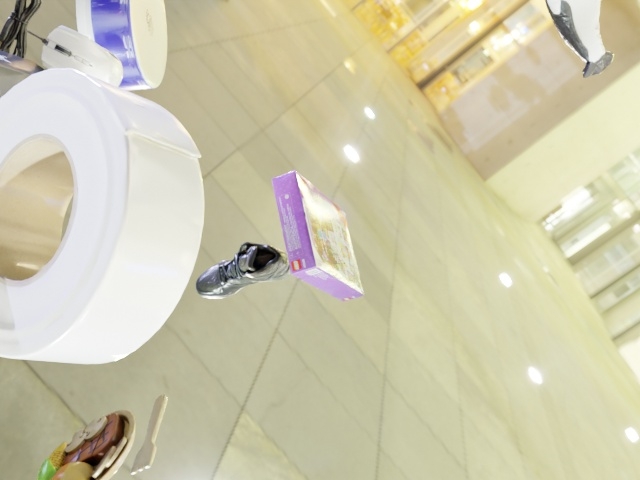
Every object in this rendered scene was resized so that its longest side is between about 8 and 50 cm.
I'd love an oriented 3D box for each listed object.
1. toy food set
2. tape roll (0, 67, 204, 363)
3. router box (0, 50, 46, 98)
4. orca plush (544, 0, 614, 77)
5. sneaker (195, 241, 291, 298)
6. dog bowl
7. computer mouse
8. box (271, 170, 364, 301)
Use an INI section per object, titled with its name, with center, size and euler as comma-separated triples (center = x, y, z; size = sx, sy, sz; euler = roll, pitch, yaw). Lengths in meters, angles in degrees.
[toy food set]
center = -0.260, 0.237, 0.910
size = 0.038, 0.192, 0.132
euler = 50, 20, -24
[tape roll]
center = -0.250, -0.022, 0.810
size = 0.100, 0.286, 0.286
euler = 18, 37, -52
[router box]
center = -0.484, -0.128, 0.969
size = 0.081, 0.243, 0.309
euler = 35, 13, 25
[orca plush]
center = 0.416, -0.420, 1.339
size = 0.287, 0.151, 0.102
euler = 55, 1, -25
[sneaker]
center = -0.183, 0.061, 1.784
size = 0.130, 0.227, 0.087
euler = 47, 32, -64
[dog bowl]
center = -0.388, -0.432, 1.622
size = 0.265, 0.104, 0.265
euler = -1, 90, -86
[computer mouse]
center = -0.351, -0.263, 1.146
size = 0.042, 0.106, 0.193
euler = 26, 2, 44
[box]
center = 0.000, 0.000, 1.663
size = 0.293, 0.057, 0.201
euler = 36, 39, -64
